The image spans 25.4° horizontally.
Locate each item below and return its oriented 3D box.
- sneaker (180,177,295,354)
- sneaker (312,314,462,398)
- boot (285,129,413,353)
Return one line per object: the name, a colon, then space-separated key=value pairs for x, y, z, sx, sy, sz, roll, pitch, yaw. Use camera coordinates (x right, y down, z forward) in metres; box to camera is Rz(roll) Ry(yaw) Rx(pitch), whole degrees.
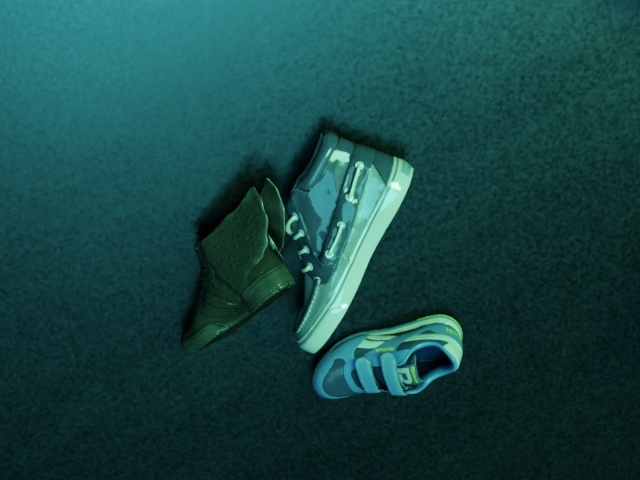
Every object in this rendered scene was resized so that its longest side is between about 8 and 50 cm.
sneaker: x=-0.080 y=0.026 z=1.221 sx=0.170 sy=0.051 sz=0.089 roll=-36 pitch=83 yaw=39
sneaker: x=0.061 y=0.111 z=1.275 sx=0.144 sy=0.059 sz=0.053 roll=-21 pitch=119 yaw=5
boot: x=0.000 y=0.000 z=1.216 sx=0.086 sy=0.069 sz=0.190 roll=24 pitch=104 yaw=-9
